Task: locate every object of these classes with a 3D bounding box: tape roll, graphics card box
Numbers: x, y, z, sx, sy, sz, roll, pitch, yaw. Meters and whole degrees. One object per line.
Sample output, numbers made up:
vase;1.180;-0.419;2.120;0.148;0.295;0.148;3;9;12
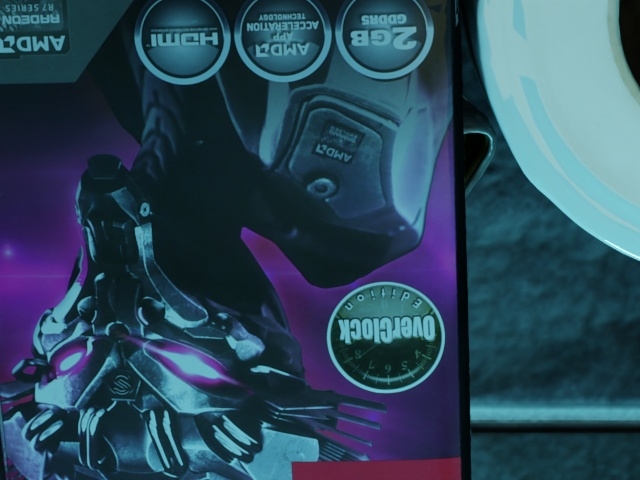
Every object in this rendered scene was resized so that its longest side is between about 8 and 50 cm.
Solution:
tape roll;0.219;-0.127;0.972;0.286;0.100;0.286;0;104;0
graphics card box;-0.042;0.038;0.916;0.232;0.094;0.371;0;106;6

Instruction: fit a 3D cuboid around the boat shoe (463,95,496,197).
boat shoe;0.001;0.000;0.985;0.223;0.073;0.080;-43;114;-4
